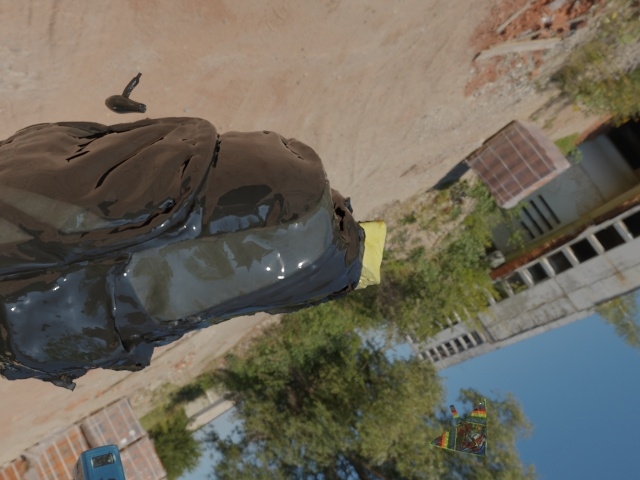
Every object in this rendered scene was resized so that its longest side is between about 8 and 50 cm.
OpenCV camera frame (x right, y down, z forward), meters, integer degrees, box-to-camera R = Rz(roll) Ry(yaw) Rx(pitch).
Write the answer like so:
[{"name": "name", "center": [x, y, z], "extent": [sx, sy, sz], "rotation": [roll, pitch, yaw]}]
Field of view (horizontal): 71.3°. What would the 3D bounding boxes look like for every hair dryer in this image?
[{"name": "hair dryer", "center": [-0.302, -0.240, 0.722], "extent": [0.031, 0.079, 0.083], "rotation": [55, 51, -61]}]

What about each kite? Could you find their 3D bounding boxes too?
[{"name": "kite", "center": [0.237, 0.312, 0.729], "extent": [0.122, 0.090, 0.004], "rotation": [-29, 151, -8]}]

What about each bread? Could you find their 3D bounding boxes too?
[{"name": "bread", "center": [0.000, 0.000, 1.111], "extent": [0.263, 0.198, 0.236], "rotation": [-18, 142, 38]}]

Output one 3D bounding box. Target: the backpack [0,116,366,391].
[{"name": "backpack", "center": [-0.167, -0.010, 0.540], "extent": [0.446, 0.363, 0.255], "rotation": [-6, 129, -2]}]

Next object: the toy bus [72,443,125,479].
[{"name": "toy bus", "center": [-0.580, 0.686, 1.189], "extent": [0.113, 0.246, 0.134], "rotation": [5, 125, -40]}]
